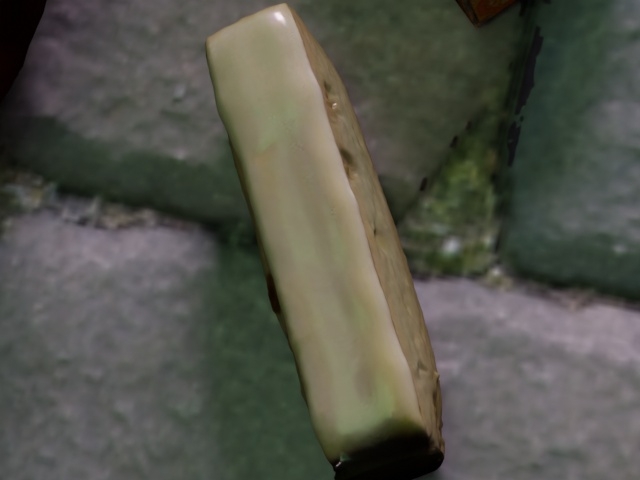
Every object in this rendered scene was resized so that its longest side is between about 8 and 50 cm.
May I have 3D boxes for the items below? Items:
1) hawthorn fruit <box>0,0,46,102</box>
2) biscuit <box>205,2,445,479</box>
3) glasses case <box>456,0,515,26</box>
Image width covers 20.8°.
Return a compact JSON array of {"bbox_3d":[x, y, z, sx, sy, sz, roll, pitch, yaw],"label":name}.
[{"bbox_3d":[-0.234,-0.149,0.682,0.266,0.210,0.230,30,68,23],"label":"hawthorn fruit"},{"bbox_3d":[0.000,0.000,0.650,0.052,0.056,0.188,-22,67,9],"label":"biscuit"},{"bbox_3d":[0.033,-0.195,0.706,0.075,0.049,0.218,-34,67,3],"label":"glasses case"}]
